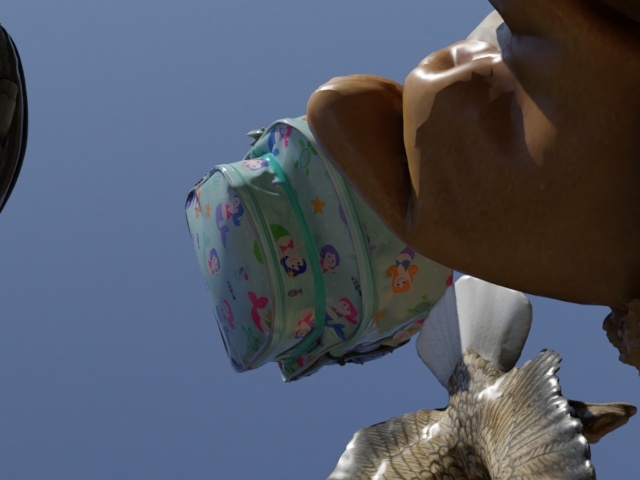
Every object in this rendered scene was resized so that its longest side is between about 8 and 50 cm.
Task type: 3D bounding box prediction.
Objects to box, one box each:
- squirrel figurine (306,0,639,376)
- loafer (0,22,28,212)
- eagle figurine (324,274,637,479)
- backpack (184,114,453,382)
[{"bbox_3d":[0.211,-0.119,0.693,0.281,0.397,0.370,-10,-40,-27],"label":"squirrel figurine"},{"bbox_3d":[-0.271,-0.046,0.978,0.096,0.084,0.267,12,-103,-9],"label":"loafer"},{"bbox_3d":[0.117,0.175,0.926,0.298,0.225,0.226,-26,-47,-59],"label":"eagle figurine"},{"bbox_3d":[0.000,0.000,1.187,0.191,0.253,0.225,-12,-101,-30],"label":"backpack"}]
